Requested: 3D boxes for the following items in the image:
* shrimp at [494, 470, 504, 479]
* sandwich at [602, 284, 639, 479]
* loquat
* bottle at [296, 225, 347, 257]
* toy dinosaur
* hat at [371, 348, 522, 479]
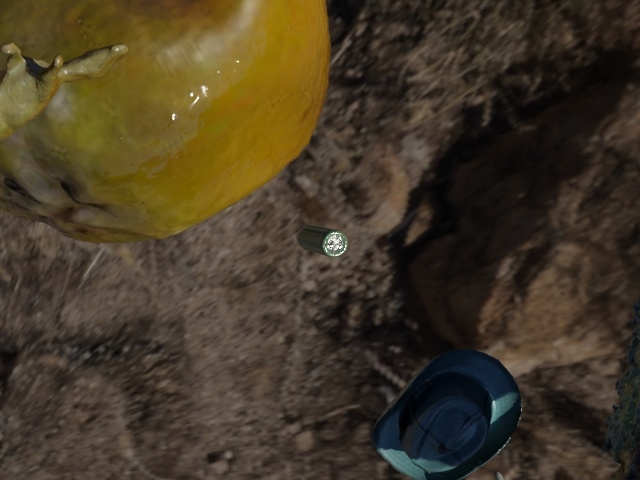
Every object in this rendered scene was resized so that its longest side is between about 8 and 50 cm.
[{"bbox_3d":[0.182,0.336,1.196,0.221,0.166,0.410,-11,46,-17],"label":"shrimp"},{"bbox_3d":[0.408,0.205,1.505,0.262,0.131,0.325,29,67,-29],"label":"sandwich"},{"bbox_3d":[-0.135,-0.127,1.137,0.276,0.276,0.284,31,61,-8],"label":"loquat"},{"bbox_3d":[0.000,0.000,1.698,0.030,0.083,0.030,-2,96,-23],"label":"bottle"},{"bbox_3d":[-0.190,-0.067,0.890,0.126,0.162,0.039,-17,77,-33],"label":"toy dinosaur"},{"bbox_3d":[0.146,0.217,1.808,0.138,0.078,0.191,38,109,-13],"label":"hat"}]
